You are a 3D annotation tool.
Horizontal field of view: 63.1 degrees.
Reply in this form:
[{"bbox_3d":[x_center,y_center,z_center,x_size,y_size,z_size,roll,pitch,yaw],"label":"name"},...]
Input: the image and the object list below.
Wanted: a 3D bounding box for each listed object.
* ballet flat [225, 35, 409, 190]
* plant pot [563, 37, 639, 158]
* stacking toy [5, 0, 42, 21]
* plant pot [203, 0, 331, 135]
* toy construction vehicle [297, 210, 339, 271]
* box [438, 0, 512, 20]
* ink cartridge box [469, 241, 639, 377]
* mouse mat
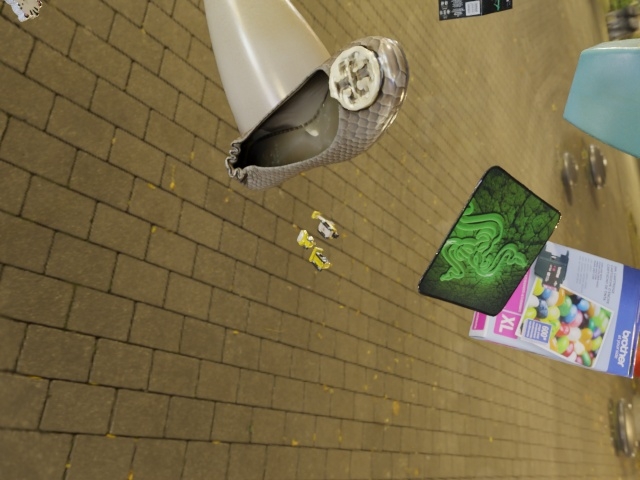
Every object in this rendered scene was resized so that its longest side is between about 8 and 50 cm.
[{"bbox_3d":[-0.021,-0.101,0.468,0.058,0.249,0.084,-5,82,-37],"label":"ballet flat"},{"bbox_3d":[0.504,-0.212,0.769,0.165,0.234,0.166,-29,132,-41],"label":"plant pot"},{"bbox_3d":[-0.515,-0.276,0.742,0.052,0.166,0.221,54,46,-40],"label":"stacking toy"},{"bbox_3d":[-0.121,-0.400,1.086,0.274,0.256,0.256,61,39,-21],"label":"plant pot"},{"bbox_3d":[0.000,0.000,1.010,0.035,0.098,0.086,5,119,-40],"label":"toy construction vehicle"},{"bbox_3d":[0.195,-0.310,0.654,0.083,0.062,0.052,-30,121,-38],"label":"box"},{"bbox_3d":[0.419,0.111,0.874,0.311,0.065,0.186,17,80,-10],"label":"ink cartridge box"},{"bbox_3d":[0.196,0.011,0.584,0.189,0.007,0.153,19,104,-42],"label":"mouse mat"}]
